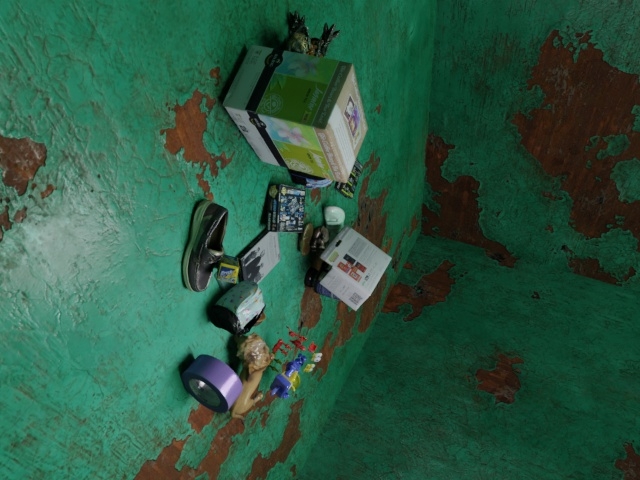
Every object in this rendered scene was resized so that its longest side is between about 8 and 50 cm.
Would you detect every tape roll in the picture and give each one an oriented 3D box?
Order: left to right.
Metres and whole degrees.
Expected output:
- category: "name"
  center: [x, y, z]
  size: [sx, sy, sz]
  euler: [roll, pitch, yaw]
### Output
- category: "tape roll"
  center: [-0.354, 0.467, 1.540]
  size: [0.080, 0.189, 0.189]
  euler: [-49, 148, -44]

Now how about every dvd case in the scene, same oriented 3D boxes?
- category: "dvd case"
  center: [-0.225, 0.067, 1.758]
  size: [0.238, 0.030, 0.179]
  euler: [-50, 148, -45]

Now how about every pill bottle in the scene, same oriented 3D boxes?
- category: "pill bottle"
  center: [0.040, 0.204, 2.225]
  size: [0.123, 0.219, 0.122]
  euler: [-49, 148, -46]

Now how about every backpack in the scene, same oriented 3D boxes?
- category: "backpack"
  center: [-0.269, 0.221, 1.593]
  size: [0.182, 0.152, 0.115]
  euler: [-40, 138, -39]
- category: "backpack"
  center: [-0.012, -0.273, 1.818]
  size: [0.158, 0.173, 0.117]
  euler: [-63, 156, -23]

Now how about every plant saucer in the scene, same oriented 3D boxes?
- category: "plant saucer"
  center: [-0.315, 0.155, 1.630]
  size: [0.067, 0.018, 0.192]
  euler: [-57, 154, -33]

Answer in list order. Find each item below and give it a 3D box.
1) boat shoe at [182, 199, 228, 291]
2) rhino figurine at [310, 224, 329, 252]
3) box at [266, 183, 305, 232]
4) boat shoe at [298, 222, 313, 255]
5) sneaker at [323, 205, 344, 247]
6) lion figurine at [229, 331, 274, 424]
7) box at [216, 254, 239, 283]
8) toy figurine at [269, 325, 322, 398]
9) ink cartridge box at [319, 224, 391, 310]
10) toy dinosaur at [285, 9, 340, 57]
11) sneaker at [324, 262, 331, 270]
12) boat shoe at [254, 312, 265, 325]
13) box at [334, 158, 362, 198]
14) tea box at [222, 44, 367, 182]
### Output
- category: "boat shoe"
  center: [-0.332, 0.026, 1.395]
  size: [0.103, 0.092, 0.285]
  euler: [-12, 117, -65]
- category: "rhino figurine"
  center: [0.000, 0.000, 2.125]
  size: [0.243, 0.073, 0.106]
  euler: [90, 10, -79]
- category: "box"
  center: [-0.127, -0.117, 1.784]
  size: [0.220, 0.051, 0.175]
  euler: [-3, 98, -67]
- category: "boat shoe"
  center: [-0.071, -0.010, 2.037]
  size: [0.056, 0.049, 0.152]
  euler: [-11, 122, -44]
- category: "sneaker"
  center: [0.067, -0.050, 2.224]
  size: [0.256, 0.094, 0.151]
  euler: [68, 25, -60]
- category: "lion figurine"
  center: [-0.281, 0.541, 1.809]
  size: [0.240, 0.142, 0.392]
  euler: [35, 66, -81]
- category: "box"
  center: [-0.289, 0.086, 1.475]
  size: [0.169, 0.059, 0.054]
  euler: [-148, -107, -76]
- category: "toy figurine"
  center: [-0.165, 0.551, 1.932]
  size: [0.217, 0.191, 0.362]
  euler: [-47, 170, -46]
- category: "ink cartridge box"
  center: [0.137, 0.112, 2.121]
  size: [0.130, 0.272, 0.309]
  euler: [-55, 176, 39]
- category: "toy dinosaur"
  center: [-0.065, -0.594, 1.513]
  size: [0.322, 0.164, 0.218]
  euler: [-4, -115, 68]
- category: "sneaker"
  center: [0.086, 0.145, 2.452]
  size: [0.235, 0.094, 0.153]
  euler: [3, 112, -57]
- category: "boat shoe"
  center: [-0.282, 0.294, 1.739]
  size: [0.073, 0.073, 0.207]
  euler: [-36, 157, 17]
- category: "box"
  center: [0.141, -0.312, 2.319]
  size: [0.184, 0.045, 0.191]
  euler: [-70, 159, 0]
- category: "tea box"
  center: [-0.056, -0.369, 1.421]
  size: [0.329, 0.324, 0.220]
  euler: [55, 54, -67]
